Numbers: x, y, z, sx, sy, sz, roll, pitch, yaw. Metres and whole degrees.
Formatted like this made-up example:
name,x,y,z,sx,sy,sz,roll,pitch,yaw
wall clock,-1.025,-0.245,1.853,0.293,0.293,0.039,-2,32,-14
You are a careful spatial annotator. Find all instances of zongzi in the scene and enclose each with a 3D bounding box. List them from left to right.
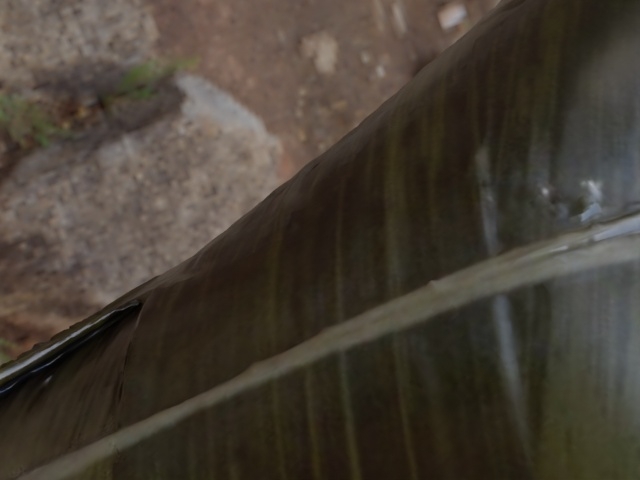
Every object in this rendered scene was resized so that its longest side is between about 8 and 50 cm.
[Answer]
name,x,y,z,sx,sy,sz,roll,pitch,yaw
zongzi,0.000,0.000,0.394,0.111,0.247,0.241,56,31,-59
